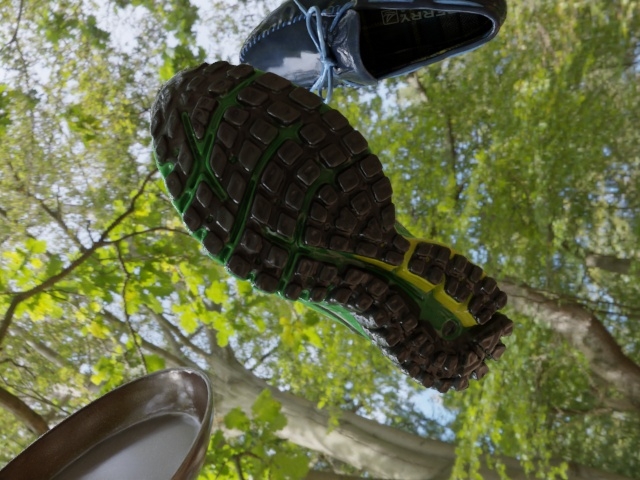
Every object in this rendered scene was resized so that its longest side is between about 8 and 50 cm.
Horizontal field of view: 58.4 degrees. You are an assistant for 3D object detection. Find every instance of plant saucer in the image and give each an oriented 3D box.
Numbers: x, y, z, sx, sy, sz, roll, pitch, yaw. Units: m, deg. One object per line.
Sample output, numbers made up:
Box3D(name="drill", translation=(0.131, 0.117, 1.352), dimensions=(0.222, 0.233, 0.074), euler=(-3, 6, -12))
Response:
Box3D(name="plant saucer", translation=(-0.219, 0.232, 0.507), dimensions=(0.310, 0.310, 0.050), euler=(-42, -70, -33))

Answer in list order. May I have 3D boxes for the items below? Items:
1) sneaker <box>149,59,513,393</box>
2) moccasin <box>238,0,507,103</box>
Box3D(name="sneaker", translation=(0.000, 0.000, 0.473), dimensions=(0.343, 0.146, 0.134), euler=(43, -98, -25))
Box3D(name="moccasin", translation=(0.048, -0.253, 0.694), dimensions=(0.117, 0.342, 0.138), euler=(-80, -32, -46))
